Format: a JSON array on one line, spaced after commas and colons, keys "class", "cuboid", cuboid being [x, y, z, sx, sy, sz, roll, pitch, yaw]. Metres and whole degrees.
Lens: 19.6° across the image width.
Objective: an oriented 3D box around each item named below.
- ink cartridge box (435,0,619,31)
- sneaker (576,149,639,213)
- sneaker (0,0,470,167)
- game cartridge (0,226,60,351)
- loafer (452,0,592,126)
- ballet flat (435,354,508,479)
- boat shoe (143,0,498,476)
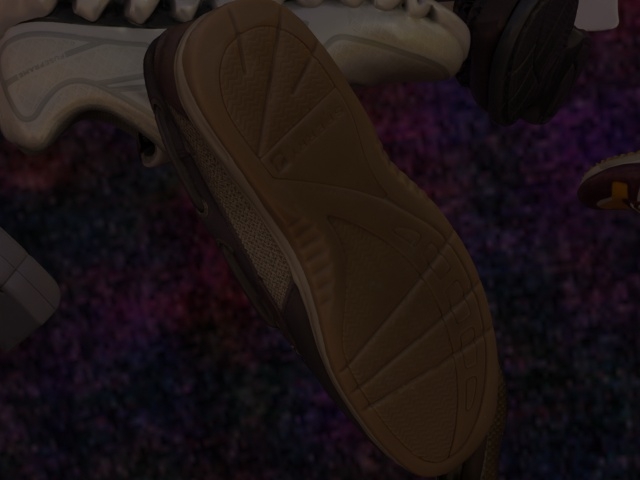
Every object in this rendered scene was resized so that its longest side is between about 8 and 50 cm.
[{"class": "ink cartridge box", "cuboid": [0.142, -0.328, 1.990, 0.353, 0.119, 0.207, -1, 55, 8]}, {"class": "sneaker", "cuboid": [0.310, -0.037, 1.640, 0.185, 0.084, 0.069, -14, -18, 38]}, {"class": "sneaker", "cuboid": [-0.055, -0.100, 1.104, 0.292, 0.118, 0.110, 0, -8, -11]}, {"class": "game cartridge", "cuboid": [-0.420, -0.001, 2.007, 0.062, 0.297, 0.198, -55, 11, -32]}, {"class": "loafer", "cuboid": [0.128, -0.144, 1.339, 0.095, 0.109, 0.302, 30, 4, 13]}, {"class": "ballet flat", "cuboid": [0.137, 0.202, 1.816, 0.084, 0.250, 0.058, 2, 6, 41]}, {"class": "boat shoe", "cuboid": [0.000, 0.000, 0.985, 0.103, 0.285, 0.092, -42, 24, -22]}]
